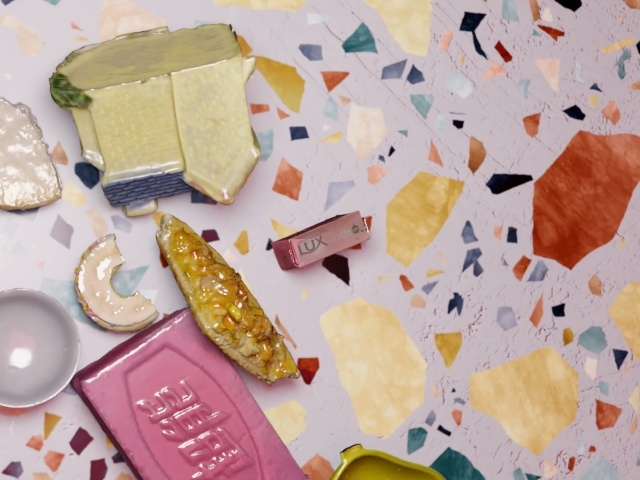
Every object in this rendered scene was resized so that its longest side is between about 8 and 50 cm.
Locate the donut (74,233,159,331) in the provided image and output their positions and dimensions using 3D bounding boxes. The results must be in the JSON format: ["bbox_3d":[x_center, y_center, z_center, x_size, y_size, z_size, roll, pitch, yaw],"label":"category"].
[{"bbox_3d":[-0.351,0.082,1.856,0.108,0.065,0.166,-30,96,-21],"label":"donut"}]

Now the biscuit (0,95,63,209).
[{"bbox_3d":[-0.526,-0.151,1.810,0.265,0.040,0.188,31,68,-7],"label":"biscuit"}]

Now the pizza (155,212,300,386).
[{"bbox_3d":[-0.154,0.098,1.883,0.087,0.258,0.268,-36,54,2],"label":"pizza"}]

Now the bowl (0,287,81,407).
[{"bbox_3d":[-0.484,0.172,1.786,0.189,0.086,0.189,3,82,-21],"label":"bowl"}]

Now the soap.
[{"bbox_3d":[-0.215,0.311,1.853,0.233,0.128,0.359,-35,97,-18],"label":"soap"}]

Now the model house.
[{"bbox_3d":[-0.255,-0.194,1.858,0.321,0.261,0.266,-13,115,-5],"label":"model house"}]

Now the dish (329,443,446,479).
[{"bbox_3d":[0.095,0.476,1.962,0.262,0.108,0.221,31,75,-17],"label":"dish"}]

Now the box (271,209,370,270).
[{"bbox_3d":[0.000,0.000,1.973,0.156,0.111,0.060,-24,94,-19],"label":"box"}]
